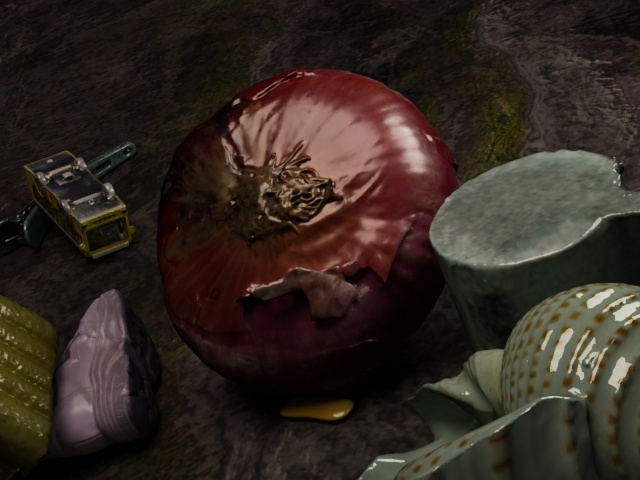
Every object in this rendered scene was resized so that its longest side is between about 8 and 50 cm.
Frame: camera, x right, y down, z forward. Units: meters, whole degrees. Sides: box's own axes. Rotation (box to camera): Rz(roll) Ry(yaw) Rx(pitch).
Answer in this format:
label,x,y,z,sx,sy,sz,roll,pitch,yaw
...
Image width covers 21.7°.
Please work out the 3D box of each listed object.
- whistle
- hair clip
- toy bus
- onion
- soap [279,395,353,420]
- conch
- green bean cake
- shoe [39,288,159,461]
label,x,y,z,sx,sy,sz,roll,pitch,yaw
whistle,0.271,0.036,1.513,0.404,0.168,0.188,4,38,38
hair clip,-0.369,-0.074,2.444,0.083,0.048,0.275,-5,31,40
toy bus,-0.337,-0.055,2.293,0.081,0.074,0.226,-22,32,-23
onion,0.000,0.000,1.764,0.347,0.285,0.348,-11,68,27
soap,-0.004,0.169,1.681,0.089,0.012,0.034,-1,34,40
conch,0.168,0.182,1.279,0.303,0.215,0.319,-34,-6,-31
green bean cake,-0.395,0.188,1.778,0.236,0.124,0.233,-42,27,21
shoe,-0.256,0.152,1.850,0.137,0.095,0.245,-21,31,5
